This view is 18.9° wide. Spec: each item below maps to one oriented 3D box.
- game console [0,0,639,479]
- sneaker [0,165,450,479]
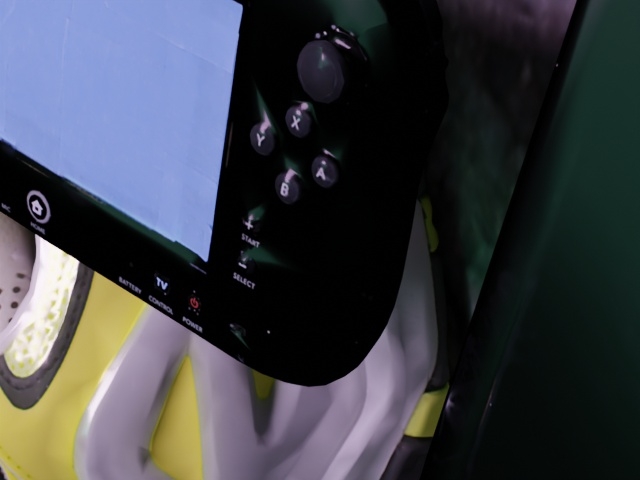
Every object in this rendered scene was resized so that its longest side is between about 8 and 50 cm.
[{"bbox_3d":[0.000,0.000,0.406,0.361,0.044,0.213,30,116,32],"label":"game console"},{"bbox_3d":[-0.067,-0.090,0.575,0.145,0.147,0.385,131,133,-55],"label":"sneaker"}]
